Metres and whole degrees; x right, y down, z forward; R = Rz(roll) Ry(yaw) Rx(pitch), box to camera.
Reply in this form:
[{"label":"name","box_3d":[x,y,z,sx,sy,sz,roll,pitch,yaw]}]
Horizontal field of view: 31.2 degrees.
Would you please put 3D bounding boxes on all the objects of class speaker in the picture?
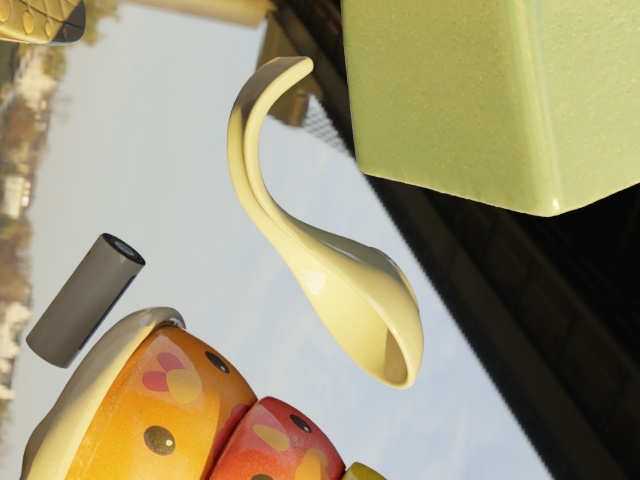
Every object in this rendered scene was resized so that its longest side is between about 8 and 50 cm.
[{"label":"speaker","box_3d":[-0.236,0.061,1.148,0.136,0.055,0.055,-53,-158,6]}]

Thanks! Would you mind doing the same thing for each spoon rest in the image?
[{"label":"spoon rest","box_3d":[0.000,0.000,0.879,0.137,0.084,0.276,15,-48,61]}]

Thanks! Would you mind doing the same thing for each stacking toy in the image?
[{"label":"stacking toy","box_3d":[-0.021,0.290,1.059,0.350,0.480,0.350,19,90,-83]}]

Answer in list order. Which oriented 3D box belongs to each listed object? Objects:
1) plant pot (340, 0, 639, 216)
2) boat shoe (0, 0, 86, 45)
[{"label":"plant pot","box_3d":[0.154,-0.188,0.777,0.248,0.247,0.252,21,-51,62]},{"label":"boat shoe","box_3d":[-0.416,-0.292,1.283,0.116,0.324,0.123,-10,-110,45]}]
